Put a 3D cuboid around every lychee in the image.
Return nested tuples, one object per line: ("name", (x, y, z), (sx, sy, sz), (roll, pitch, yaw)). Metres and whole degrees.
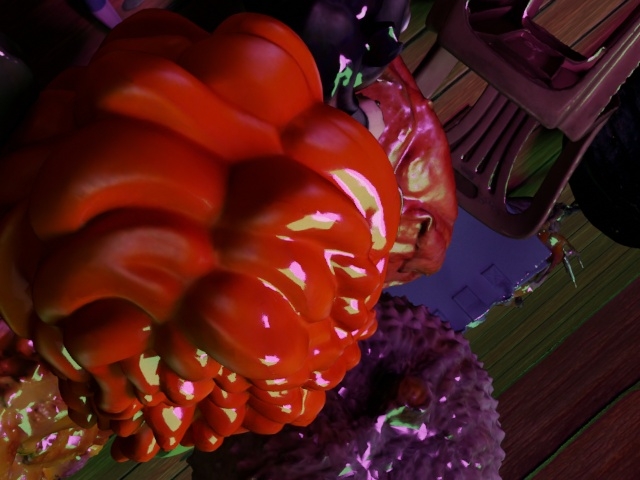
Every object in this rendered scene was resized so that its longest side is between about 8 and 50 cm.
("lychee", (0.025, 0.192, 1.425), (0.300, 0.300, 0.300), (-37, 163, -13))

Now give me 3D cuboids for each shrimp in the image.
("shrimp", (0.209, 0.018, 1.898), (0.172, 0.137, 0.372), (-6, -177, 43))

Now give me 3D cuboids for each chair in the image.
("chair", (0.160, -0.136, 1.279), (0.326, 0.175, 0.183), (-57, 167, 28))

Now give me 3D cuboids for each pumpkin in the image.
("pumpkin", (0.420, -0.138, 1.766), (0.315, 0.239, 0.315), (-21, 166, -5))

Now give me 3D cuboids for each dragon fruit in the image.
("dragon fruit", (0.000, 0.000, 1.305), (0.205, 0.152, 0.317), (-34, 163, -20))

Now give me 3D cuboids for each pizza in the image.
("pizza", (-0.223, 0.121, 1.206), (0.409, 0.114, 0.277), (-49, 167, 18))

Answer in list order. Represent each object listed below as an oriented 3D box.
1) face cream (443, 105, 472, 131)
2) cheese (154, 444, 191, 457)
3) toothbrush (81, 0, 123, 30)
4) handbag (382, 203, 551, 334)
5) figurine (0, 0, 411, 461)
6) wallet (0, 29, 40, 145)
("face cream", (0.111, -0.080, 1.552), (0.130, 0.034, 0.034), (-39, 164, -3))
("cheese", (-0.095, 0.138, 1.587), (0.249, 0.071, 0.163), (-22, 155, -49))
("toothbrush", (-0.133, -0.141, 0.868), (0.025, 0.019, 0.276), (-32, 164, -3))
("handbag", (0.128, 0.038, 1.702), (0.221, 0.144, 0.057), (-36, 161, -17))
("figurine", (-0.046, -0.035, 0.951), (0.306, 0.241, 0.412), (-53, 180, 37))
("wallet", (-0.284, -0.010, 0.755), (0.309, 0.042, 0.165), (-45, 141, 8))
